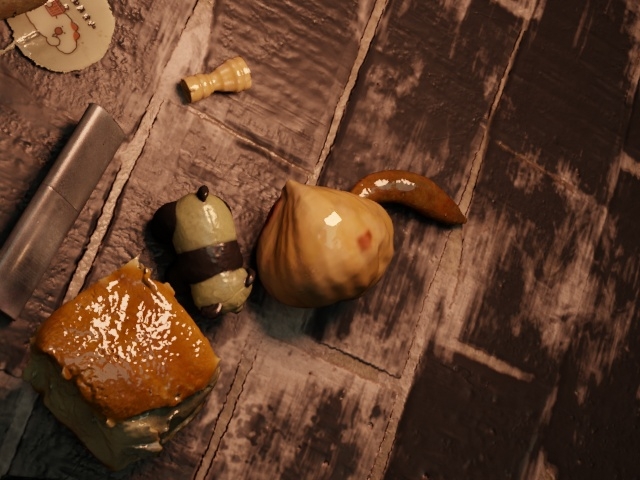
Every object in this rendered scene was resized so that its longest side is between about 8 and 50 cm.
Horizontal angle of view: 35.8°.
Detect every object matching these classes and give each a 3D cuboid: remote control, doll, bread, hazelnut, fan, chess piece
[{"bbox_3d":[-0.446,-0.051,1.658,0.044,0.107,0.378,18,70,23],"label":"remote control"},{"bbox_3d":[-0.201,0.024,1.740,0.143,0.135,0.234,-16,94,-25],"label":"doll"},{"bbox_3d":[-0.316,0.211,1.602,0.279,0.225,0.250,49,59,-2],"label":"bread"},{"bbox_3d":[0.000,0.000,1.780,0.261,0.261,0.241,-18,91,-27],"label":"hazelnut"},{"bbox_3d":[-0.506,-0.349,1.709,0.329,0.009,0.191,-39,98,-27],"label":"fan"},{"bbox_3d":[-0.195,-0.294,1.828,0.122,0.066,0.066,-20,92,-21],"label":"chess piece"}]

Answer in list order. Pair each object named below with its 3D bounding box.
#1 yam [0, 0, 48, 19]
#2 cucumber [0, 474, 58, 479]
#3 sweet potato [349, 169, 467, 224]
[{"bbox_3d":[-0.604,-0.404,1.584,0.304,0.168,0.168,-27,95,-27],"label":"yam"},{"bbox_3d":[-0.469,0.440,1.590,0.115,0.062,0.117,13,76,-20],"label":"cucumber"},{"bbox_3d":[0.149,-0.085,1.955,0.346,0.079,0.109,1,95,-23],"label":"sweet potato"}]
